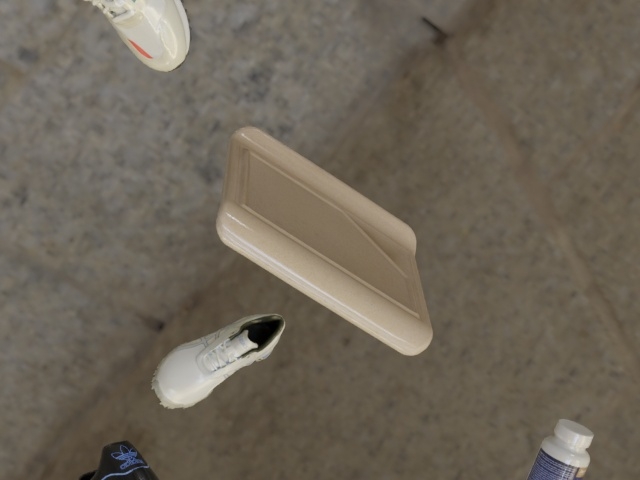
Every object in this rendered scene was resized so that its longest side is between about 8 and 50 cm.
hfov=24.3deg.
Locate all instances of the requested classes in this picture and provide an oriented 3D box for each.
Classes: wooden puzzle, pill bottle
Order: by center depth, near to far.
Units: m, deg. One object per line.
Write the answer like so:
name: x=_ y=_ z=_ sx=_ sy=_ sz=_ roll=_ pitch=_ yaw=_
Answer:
wooden puzzle: x=0.000 y=0.000 z=1.380 sx=0.044 sy=0.221 sz=0.239 roll=-53 pitch=13 yaw=21
pill bottle: x=0.311 y=0.297 z=1.941 sx=0.067 sy=0.067 sz=0.120 roll=42 pitch=115 yaw=59

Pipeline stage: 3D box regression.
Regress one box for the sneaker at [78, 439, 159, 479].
sneaker: x=-0.207 y=0.269 z=1.349 sx=0.232 sy=0.081 sz=0.090 roll=-48 pitch=61 yaw=38

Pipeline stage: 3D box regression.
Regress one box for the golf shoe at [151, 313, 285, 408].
golf shoe: x=-0.115 y=0.128 z=1.703 sx=0.176 sy=0.069 sz=0.086 roll=-33 pitch=-4 yaw=-35

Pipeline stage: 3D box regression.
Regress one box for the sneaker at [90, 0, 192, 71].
sneaker: x=-0.149 y=-0.172 z=0.967 sx=0.057 sy=0.161 sz=0.075 roll=-18 pitch=18 yaw=40
